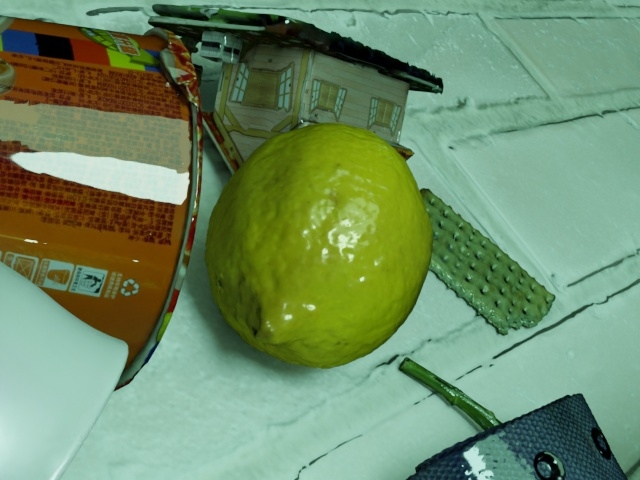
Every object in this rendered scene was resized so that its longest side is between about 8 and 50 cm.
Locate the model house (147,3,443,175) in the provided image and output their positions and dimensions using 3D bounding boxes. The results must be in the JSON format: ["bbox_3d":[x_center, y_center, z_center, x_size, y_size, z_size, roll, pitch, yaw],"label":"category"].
[{"bbox_3d":[-0.032,-0.125,1.113,0.207,0.154,0.294,12,2,36],"label":"model house"}]

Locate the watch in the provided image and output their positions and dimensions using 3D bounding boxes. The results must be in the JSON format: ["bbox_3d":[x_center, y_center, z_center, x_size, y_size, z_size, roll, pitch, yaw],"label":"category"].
[{"bbox_3d":[-0.188,0.136,0.526,0.196,0.231,0.244,39,30,-12],"label":"watch"}]

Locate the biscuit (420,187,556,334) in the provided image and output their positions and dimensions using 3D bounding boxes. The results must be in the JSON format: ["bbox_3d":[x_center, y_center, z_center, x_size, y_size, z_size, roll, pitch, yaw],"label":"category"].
[{"bbox_3d":[0.174,0.031,1.237,0.203,0.016,0.144,41,32,-2],"label":"biscuit"}]

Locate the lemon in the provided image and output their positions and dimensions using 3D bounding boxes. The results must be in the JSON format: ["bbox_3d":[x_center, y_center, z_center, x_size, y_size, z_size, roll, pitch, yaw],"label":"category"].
[{"bbox_3d":[0.000,0.000,0.925,0.188,0.188,0.257,36,41,-12],"label":"lemon"}]

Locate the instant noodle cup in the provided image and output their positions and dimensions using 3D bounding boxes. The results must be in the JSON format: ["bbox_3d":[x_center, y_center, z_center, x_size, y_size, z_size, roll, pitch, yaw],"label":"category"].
[{"bbox_3d":[-0.209,-0.036,0.703,0.192,0.250,0.250,10,45,-30],"label":"instant noodle cup"}]

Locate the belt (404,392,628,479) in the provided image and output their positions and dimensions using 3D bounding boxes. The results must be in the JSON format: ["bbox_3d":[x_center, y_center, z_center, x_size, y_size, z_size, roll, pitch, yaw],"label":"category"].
[{"bbox_3d":[0.170,0.214,0.923,0.230,0.139,0.126,-8,64,-53],"label":"belt"}]

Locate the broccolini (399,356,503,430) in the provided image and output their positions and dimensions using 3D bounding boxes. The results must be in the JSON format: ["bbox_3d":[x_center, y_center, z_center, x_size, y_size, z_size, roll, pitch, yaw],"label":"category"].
[{"bbox_3d":[0.163,0.178,1.048,0.218,0.042,0.044,32,7,-10],"label":"broccolini"}]
